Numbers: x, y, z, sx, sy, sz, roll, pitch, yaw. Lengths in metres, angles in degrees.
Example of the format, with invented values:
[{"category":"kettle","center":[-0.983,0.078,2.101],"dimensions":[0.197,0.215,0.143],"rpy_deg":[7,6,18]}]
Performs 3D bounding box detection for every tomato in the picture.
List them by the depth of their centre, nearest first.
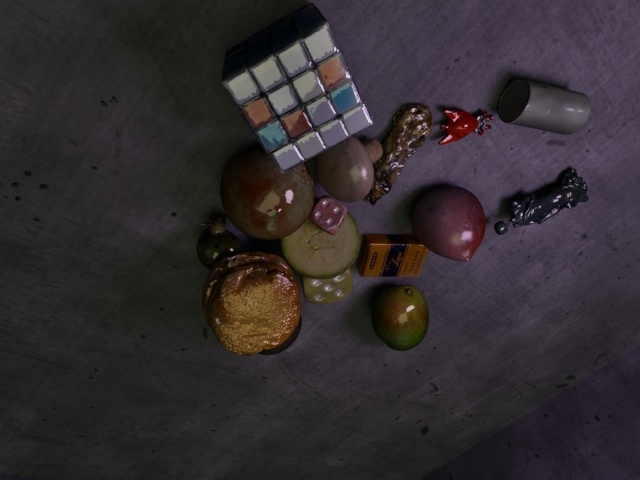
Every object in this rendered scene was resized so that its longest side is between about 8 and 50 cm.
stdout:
[{"category":"tomato","center":[-0.146,-0.126,1.133],"dimensions":[0.270,0.223,0.270],"rpy_deg":[-4,127,-6]}]

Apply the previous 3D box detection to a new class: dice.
[{"category":"dice","center":[0.025,-0.075,1.204],"dimensions":[0.091,0.094,0.093],"rpy_deg":[30,89,6]},{"category":"dice","center":[0.011,0.103,1.377],"dimensions":[0.169,0.166,0.169],"rpy_deg":[-12,127,-5]}]

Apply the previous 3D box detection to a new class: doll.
[{"category":"doll","center":[0.437,-0.345,1.207],"dimensions":[0.168,0.057,0.109],"rpy_deg":[-6,125,-7]}]

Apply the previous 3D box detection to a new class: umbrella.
[{"category":"umbrella","center":[0.769,-0.122,1.425],"dimensions":[0.348,0.094,0.143],"rpy_deg":[-29,108,2]}]

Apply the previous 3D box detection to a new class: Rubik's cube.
[{"category":"Rubik's cube","center":[-0.060,-0.362,0.960],"dimensions":[0.258,0.256,0.253],"rpy_deg":[-27,127,9]}]

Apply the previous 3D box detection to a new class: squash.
[{"category":"squash","center":[0.000,0.000,1.262],"dimensions":[0.251,0.252,0.049],"rpy_deg":[-13,167,-3]}]

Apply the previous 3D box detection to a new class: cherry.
[{"category":"cherry","center":[0.422,-0.059,1.310],"dimensions":[0.239,0.239,0.206],"rpy_deg":[-11,120,-4]}]

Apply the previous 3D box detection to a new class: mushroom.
[{"category":"mushroom","center":[0.084,-0.206,1.153],"dimensions":[0.209,0.206,0.206],"rpy_deg":[1,129,-40]}]

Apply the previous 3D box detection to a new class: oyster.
[{"category":"oyster","center":[0.234,-0.249,1.233],"dimensions":[0.128,0.079,0.345],"rpy_deg":[11,121,-30]}]

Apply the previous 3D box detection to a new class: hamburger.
[{"category":"hamburger","center":[-0.208,0.179,1.219],"dimensions":[0.289,0.170,0.315],"rpy_deg":[-8,111,-20]}]

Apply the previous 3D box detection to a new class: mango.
[{"category":"mango","center":[0.314,0.323,1.595],"dimensions":[0.225,0.201,0.382],"rpy_deg":[-31,141,-17]}]

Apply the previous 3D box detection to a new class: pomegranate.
[{"category":"pomegranate","center":[-0.324,0.010,1.256],"dimensions":[0.148,0.148,0.169],"rpy_deg":[-18,103,1]}]

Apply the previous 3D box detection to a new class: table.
[{"category":"table","center":[0.652,-0.389,1.180],"dimensions":[0.219,0.126,0.126],"rpy_deg":[6,125,-16]}]

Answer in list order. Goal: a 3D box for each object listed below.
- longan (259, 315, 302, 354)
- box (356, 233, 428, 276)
[{"category":"longan","center":[-0.190,0.303,1.449],"dimensions":[0.248,0.248,0.248],"rpy_deg":[-6,127,-8]},{"category":"box","center":[0.261,0.056,1.464],"dimensions":[0.237,0.070,0.152],"rpy_deg":[1,126,-16]}]
